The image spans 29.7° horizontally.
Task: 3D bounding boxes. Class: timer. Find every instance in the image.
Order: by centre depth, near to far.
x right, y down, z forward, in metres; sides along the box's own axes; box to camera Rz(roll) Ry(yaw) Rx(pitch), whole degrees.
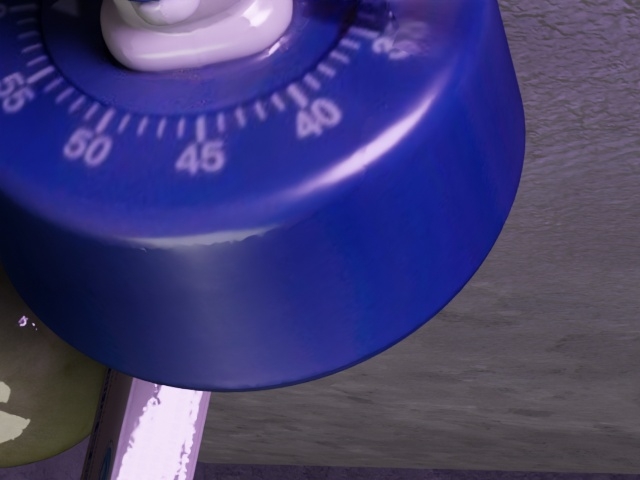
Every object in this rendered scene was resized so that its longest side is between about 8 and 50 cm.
[{"bbox_3d":[-0.059,-0.137,0.459,0.270,0.270,0.383,4,149,12],"label":"timer"}]

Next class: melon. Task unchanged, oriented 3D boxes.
[{"bbox_3d":[-0.292,0.083,1.149,0.272,0.272,0.308,-5,-165,36],"label":"melon"}]

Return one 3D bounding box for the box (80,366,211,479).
[{"bbox_3d":[-0.131,0.088,0.989,0.065,0.343,0.200,15,162,-14],"label":"box"}]
